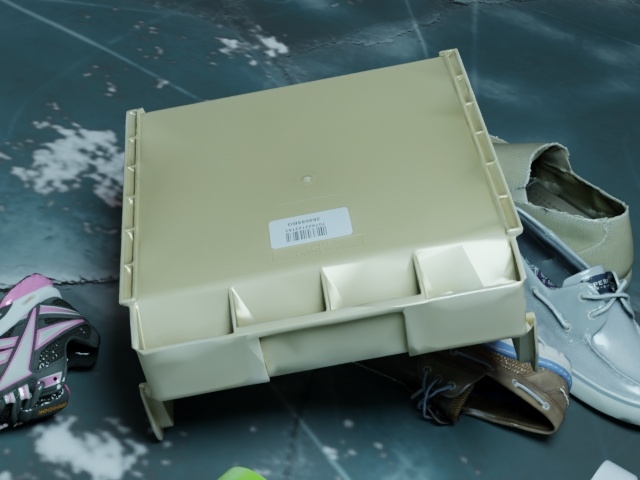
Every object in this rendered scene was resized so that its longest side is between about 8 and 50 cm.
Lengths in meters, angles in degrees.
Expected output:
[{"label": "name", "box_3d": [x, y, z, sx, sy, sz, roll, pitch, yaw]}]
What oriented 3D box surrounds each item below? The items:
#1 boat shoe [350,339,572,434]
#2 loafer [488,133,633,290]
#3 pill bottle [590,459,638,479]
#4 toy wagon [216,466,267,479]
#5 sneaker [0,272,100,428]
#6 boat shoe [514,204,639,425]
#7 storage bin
[{"label": "boat shoe", "box_3d": [0.097, 0.097, 0.889, 0.183, 0.066, 0.066, 12, 45, 1]}, {"label": "loafer", "box_3d": [0.176, -0.054, 1.086, 0.268, 0.092, 0.102, 35, 41, 24]}, {"label": "pill bottle", "box_3d": [0.245, 0.229, 0.729, 0.216, 0.121, 0.121, 31, 40, 18]}, {"label": "toy wagon", "box_3d": [-0.049, 0.274, 0.583, 0.344, 0.068, 0.267, 37, 53, 23]}, {"label": "sneaker", "box_3d": [-0.204, 0.092, 0.785, 0.077, 0.072, 0.178, 33, 45, 5]}, {"label": "boat shoe", "box_3d": [0.204, 0.053, 0.970, 0.079, 0.081, 0.227, -17, 48, -36]}, {"label": "storage bin", "box_3d": [0.000, 0.000, 0.859, 0.262, 0.123, 0.260, -10, 41, 1]}]
